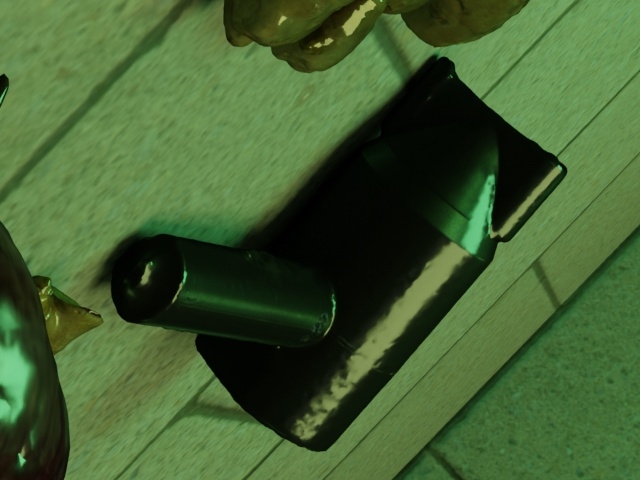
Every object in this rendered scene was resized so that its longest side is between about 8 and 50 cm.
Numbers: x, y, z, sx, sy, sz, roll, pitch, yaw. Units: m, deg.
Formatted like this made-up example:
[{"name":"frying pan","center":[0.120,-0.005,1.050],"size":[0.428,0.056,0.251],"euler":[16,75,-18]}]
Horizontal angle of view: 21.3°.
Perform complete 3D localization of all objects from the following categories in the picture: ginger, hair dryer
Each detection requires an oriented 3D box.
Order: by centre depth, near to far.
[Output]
[{"name":"ginger","center":[0.030,-0.121,0.779],"size":[0.149,0.065,0.258],"euler":[-27,173,5]},{"name":"ginger","center":[-0.133,0.039,0.836],"size":[0.048,0.030,0.097],"euler":[-9,149,-20]},{"name":"hair dryer","center":[0.000,0.000,0.994],"size":[0.244,0.116,0.302],"euler":[-51,159,12]}]

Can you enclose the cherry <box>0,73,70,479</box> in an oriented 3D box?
[{"name":"cherry","center":[-0.160,0.037,0.442],"size":[0.195,0.195,0.195],"euler":[-43,166,-13]}]
